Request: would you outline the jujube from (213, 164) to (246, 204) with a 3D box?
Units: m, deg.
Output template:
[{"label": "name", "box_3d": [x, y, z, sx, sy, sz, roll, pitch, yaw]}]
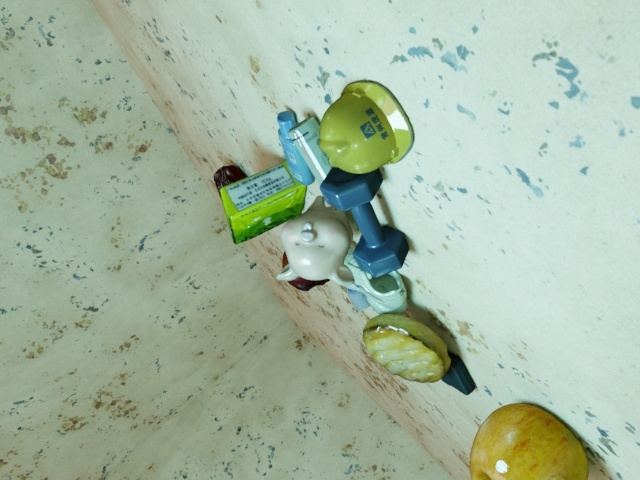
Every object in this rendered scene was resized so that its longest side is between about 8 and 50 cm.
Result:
[{"label": "jujube", "box_3d": [-0.387, -0.207, 2.334, 0.342, 0.216, 0.216, 53, 166, 17]}]

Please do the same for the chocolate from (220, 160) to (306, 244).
[{"label": "chocolate", "box_3d": [-0.212, -0.138, 1.786, 0.137, 0.300, 0.289, 60, 166, 13]}]

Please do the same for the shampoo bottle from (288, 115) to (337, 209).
[{"label": "shampoo bottle", "box_3d": [0.012, -0.211, 1.352, 0.263, 0.085, 0.085, 57, 164, -19]}]

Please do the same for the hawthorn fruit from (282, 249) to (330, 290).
[{"label": "hawthorn fruit", "box_3d": [-0.055, 0.070, 1.949, 0.266, 0.230, 0.210, 60, 161, 28]}]

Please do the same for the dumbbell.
[{"label": "dumbbell", "box_3d": [0.123, -0.055, 1.286, 0.143, 0.156, 0.316, -1, 133, 34]}]

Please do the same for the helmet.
[{"label": "helmet", "box_3d": [0.072, -0.223, 1.069, 0.205, 0.140, 0.257, 55, 167, -12]}]

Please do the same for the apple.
[{"label": "apple", "box_3d": [0.550, 0.607, 1.322, 0.299, 0.275, 0.299, 52, 165, 21]}]

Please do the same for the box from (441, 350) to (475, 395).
[{"label": "box", "box_3d": [0.422, 0.429, 1.690, 0.160, 0.050, 0.230, 59, 163, -23]}]

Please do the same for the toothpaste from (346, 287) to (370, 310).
[{"label": "toothpaste", "box_3d": [0.106, 0.099, 1.846, 0.125, 0.079, 0.371, 33, 149, 58]}]

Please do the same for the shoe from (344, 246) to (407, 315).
[{"label": "shoe", "box_3d": [0.151, 0.098, 1.588, 0.342, 0.132, 0.211, 40, 160, 20]}]

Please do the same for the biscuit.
[{"label": "biscuit", "box_3d": [0.280, 0.345, 1.586, 0.296, 0.102, 0.296, 22, 142, 19]}]

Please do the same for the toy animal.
[{"label": "toy animal", "box_3d": [0.000, 0.000, 1.475, 0.236, 0.270, 0.326, 3, 170, 13]}]

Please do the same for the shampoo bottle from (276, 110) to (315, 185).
[{"label": "shampoo bottle", "box_3d": [-0.079, -0.283, 1.495, 0.104, 0.061, 0.258, 43, 163, 33]}]
